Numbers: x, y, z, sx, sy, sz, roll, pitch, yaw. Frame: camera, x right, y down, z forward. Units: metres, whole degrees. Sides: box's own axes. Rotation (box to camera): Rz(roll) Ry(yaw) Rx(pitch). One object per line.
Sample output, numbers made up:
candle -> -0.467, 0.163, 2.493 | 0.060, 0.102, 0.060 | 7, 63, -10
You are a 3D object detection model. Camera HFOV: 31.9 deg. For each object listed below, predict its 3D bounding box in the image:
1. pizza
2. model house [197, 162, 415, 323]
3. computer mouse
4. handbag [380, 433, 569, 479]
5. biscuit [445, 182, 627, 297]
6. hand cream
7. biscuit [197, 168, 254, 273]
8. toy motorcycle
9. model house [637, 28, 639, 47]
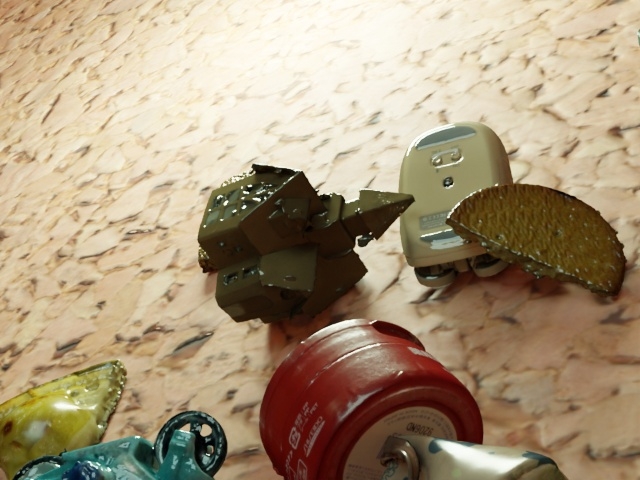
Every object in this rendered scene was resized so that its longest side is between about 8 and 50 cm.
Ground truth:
pizza -> -0.333, 0.220, 1.404 | 0.204, 0.080, 0.188 | -32, 34, -7
model house -> 0.000, 0.000, 1.351 | 0.248, 0.181, 0.176 | -20, 36, 22
computer mouse -> 0.168, -0.046, 1.377 | 0.145, 0.082, 0.236 | -14, 48, 15
handbag -> 0.093, 0.287, 0.914 | 0.251, 0.190, 0.193 | -50, 28, -21
biscuit -> 0.253, -0.009, 1.259 | 0.206, 0.025, 0.126 | 26, 52, 20
hand cream -> 0.049, 0.183, 1.071 | 0.193, 0.193, 0.125 | -35, 36, -9
biscuit -> -0.132, -0.031, 1.629 | 0.064, 0.034, 0.199 | -15, 36, 19
toy motorcycle -> -0.211, 0.297, 1.167 | 0.260, 0.154, 0.206 | -17, 58, 11
model house -> 0.461, -0.272, 1.484 | 0.083, 0.066, 0.078 | -13, 35, 26
